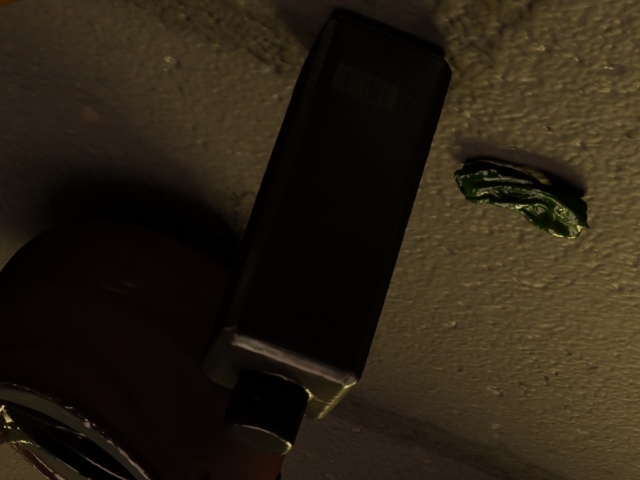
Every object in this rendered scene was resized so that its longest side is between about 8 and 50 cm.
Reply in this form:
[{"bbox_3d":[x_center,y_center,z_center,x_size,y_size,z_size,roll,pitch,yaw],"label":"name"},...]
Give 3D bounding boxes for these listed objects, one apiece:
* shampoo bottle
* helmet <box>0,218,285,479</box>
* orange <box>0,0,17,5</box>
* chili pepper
[{"bbox_3d":[0.000,0.000,1.099,0.080,0.246,0.079,21,155,-6],"label":"shampoo bottle"},{"bbox_3d":[-0.136,0.103,1.489,0.271,0.197,0.338,20,165,17],"label":"helmet"},{"bbox_3d":[-0.196,-0.217,0.891,0.262,0.196,0.334,7,151,-9],"label":"orange"},{"bbox_3d":[0.126,-0.026,1.225,0.091,0.030,0.034,20,-178,2],"label":"chili pepper"}]
